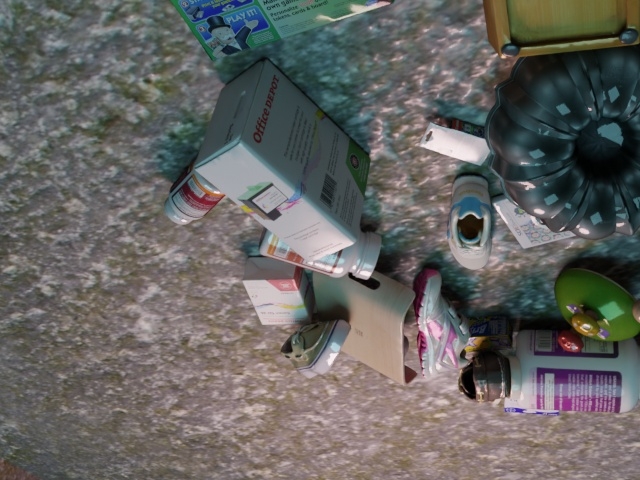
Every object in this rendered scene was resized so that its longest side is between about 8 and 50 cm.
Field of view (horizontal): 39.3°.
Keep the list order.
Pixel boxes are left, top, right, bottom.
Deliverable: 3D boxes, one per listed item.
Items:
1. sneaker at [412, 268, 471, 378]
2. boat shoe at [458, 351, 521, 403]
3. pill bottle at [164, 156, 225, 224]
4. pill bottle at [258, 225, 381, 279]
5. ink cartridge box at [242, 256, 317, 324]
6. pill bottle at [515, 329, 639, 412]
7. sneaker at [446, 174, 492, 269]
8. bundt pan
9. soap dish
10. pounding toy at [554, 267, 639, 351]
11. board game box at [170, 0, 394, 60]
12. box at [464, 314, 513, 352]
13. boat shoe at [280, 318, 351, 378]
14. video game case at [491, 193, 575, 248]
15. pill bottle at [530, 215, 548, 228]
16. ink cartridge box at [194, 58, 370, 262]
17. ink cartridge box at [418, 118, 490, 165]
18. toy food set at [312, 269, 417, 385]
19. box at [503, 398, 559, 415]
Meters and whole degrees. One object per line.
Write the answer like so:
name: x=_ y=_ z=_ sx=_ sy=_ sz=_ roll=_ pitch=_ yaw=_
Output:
sneaker: x=0.252 y=0.166 z=1.840 sx=0.111 sy=0.103 sz=0.252 roll=-7 pitch=121 yaw=2
boat shoe: x=0.345 y=0.293 z=1.906 sx=0.097 sy=0.116 sz=0.324 roll=-1 pitch=172 yaw=-1
pill bottle: x=-0.230 y=-0.092 z=1.673 sx=0.086 sy=0.086 sz=0.152 roll=30 pitch=139 yaw=-21
pill bottle: x=0.000 y=0.000 z=1.701 sx=0.216 sy=0.121 sz=0.121 roll=18 pitch=141 yaw=-8
ink cartridge box: x=-0.081 y=0.120 z=1.912 sx=0.115 sy=0.067 sz=0.198 roll=-2 pitch=140 yaw=15
pill bottle: x=0.561 y=0.270 z=1.853 sx=0.302 sy=0.169 sz=0.169 roll=0 pitch=140 yaw=15
sneaker: x=0.271 y=-0.013 z=1.639 sx=0.088 sy=0.092 sz=0.228 roll=-1 pitch=141 yaw=13
bundt pan: x=0.410 y=-0.142 z=1.307 sx=0.331 sy=0.124 sz=0.330 roll=2 pitch=113 yaw=4
soap dish: x=0.316 y=-0.373 z=1.163 sx=0.229 sy=0.118 sz=0.290 roll=-2 pitch=138 yaw=17
pounding toy: x=0.528 y=0.160 z=1.692 sx=0.237 sy=0.110 sz=0.183 roll=20 pitch=151 yaw=43
board game box: x=-0.077 y=-0.392 z=1.296 sx=0.318 sy=0.046 sz=0.213 roll=-11 pitch=136 yaw=26
box: x=0.324 y=0.203 z=1.923 sx=0.169 sy=0.054 sz=0.059 roll=-6 pitch=138 yaw=21
boat shoe: x=-0.019 y=0.226 z=1.895 sx=0.094 sy=0.109 sz=0.302 roll=31 pitch=154 yaw=-4
video game case: x=0.411 y=-0.050 z=1.617 sx=0.157 sy=0.019 sz=0.143 roll=-17 pitch=134 yaw=30
pill bottle: x=0.381 y=-0.090 z=1.479 sx=0.078 sy=0.137 sz=0.078 roll=7 pitch=142 yaw=5
ink cartridge box: x=-0.055 y=-0.129 z=1.489 sx=0.117 sy=0.201 sz=0.278 roll=-24 pitch=129 yaw=36
ink cartridge box: x=0.230 y=-0.171 z=1.506 sx=0.115 sy=0.029 sz=0.062 roll=17 pitch=142 yaw=-5
toy food set: x=0.105 y=0.161 z=1.874 sx=0.220 sy=0.092 sz=0.306 roll=27 pitch=147 yaw=26
box: x=0.480 y=0.330 z=2.025 sx=0.126 sy=0.072 sz=0.137 roll=2 pitch=140 yaw=11
